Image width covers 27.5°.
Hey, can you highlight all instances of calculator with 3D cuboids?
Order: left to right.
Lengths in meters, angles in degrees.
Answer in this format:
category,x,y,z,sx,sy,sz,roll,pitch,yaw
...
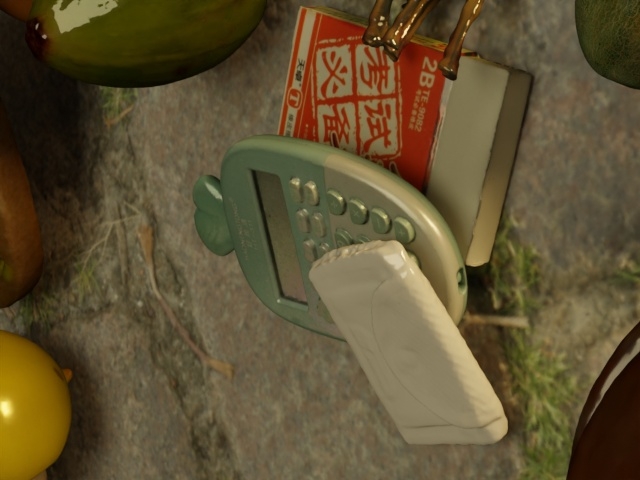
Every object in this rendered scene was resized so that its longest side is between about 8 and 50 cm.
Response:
category,x,y,z,sx,sy,sz,roll,pitch,yaw
calculator,0.000,0.000,1.084,0.295,0.042,0.184,16,129,40

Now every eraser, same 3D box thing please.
category,x,y,z,sx,sy,sz,roll,pitch,yaw
eraser,0.057,-0.090,1.061,0.230,0.038,0.157,25,111,40

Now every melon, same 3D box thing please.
category,x,y,z,sx,sy,sz,roll,pitch,yaw
melon,0.228,-0.176,0.839,0.114,0.114,0.167,39,121,35

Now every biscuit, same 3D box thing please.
category,x,y,z,sx,sy,sz,roll,pitch,yaw
biscuit,-0.425,-0.107,1.401,0.350,0.070,0.394,17,130,49

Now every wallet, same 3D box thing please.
category,x,y,z,sx,sy,sz,roll,pitch,yaw
wallet,0.066,0.085,1.018,0.124,0.032,0.183,-11,114,53

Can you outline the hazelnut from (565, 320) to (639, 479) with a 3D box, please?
category,x,y,z,sx,sy,sz,roll,pitch,yaw
hazelnut,0.335,0.147,0.581,0.429,0.402,0.402,-27,74,27

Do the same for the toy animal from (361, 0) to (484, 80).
category,x,y,z,sx,sy,sz,roll,pitch,yaw
toy animal,0.136,-0.222,0.950,0.275,0.054,0.149,-40,33,20

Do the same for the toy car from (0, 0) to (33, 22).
category,x,y,z,sx,sy,sz,roll,pitch,yaw
toy car,-0.345,-0.303,1.308,0.235,0.235,0.145,33,115,37

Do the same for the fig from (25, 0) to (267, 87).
category,x,y,z,sx,sy,sz,roll,pitch,yaw
fig,-0.160,-0.229,1.137,0.203,0.225,0.203,31,138,33

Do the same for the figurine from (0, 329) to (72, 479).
category,x,y,z,sx,sy,sz,roll,pitch,yaw
figurine,-0.354,0.265,1.404,0.215,0.187,0.343,19,114,54
